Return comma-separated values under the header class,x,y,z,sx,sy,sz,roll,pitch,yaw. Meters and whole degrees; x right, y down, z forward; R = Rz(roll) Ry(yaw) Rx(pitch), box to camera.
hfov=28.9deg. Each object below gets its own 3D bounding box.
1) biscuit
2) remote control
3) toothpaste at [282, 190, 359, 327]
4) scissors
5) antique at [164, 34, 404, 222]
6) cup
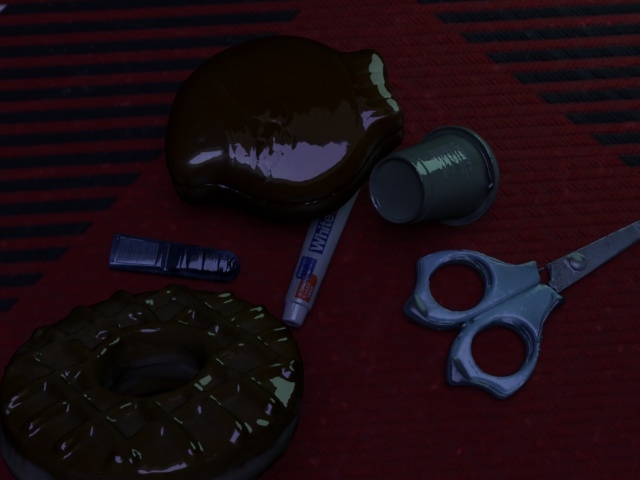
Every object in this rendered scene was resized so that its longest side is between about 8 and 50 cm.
class,x,y,z,sx,sy,sz,roll,pitch,yaw
biscuit,-0.175,0.160,1.288,0.332,0.103,0.332,-3,32,2
remote control,-0.170,0.021,1.455,0.153,0.027,0.043,7,77,2
toothpaste,0.000,0.000,1.466,0.052,0.033,0.218,17,69,6
scissors,0.278,0.041,1.461,0.360,0.029,0.191,-28,75,-9
antique,-0.045,-0.125,1.441,0.278,0.129,0.223,-21,67,-6
cup,0.129,-0.067,1.420,0.141,0.120,0.120,-17,68,-52
